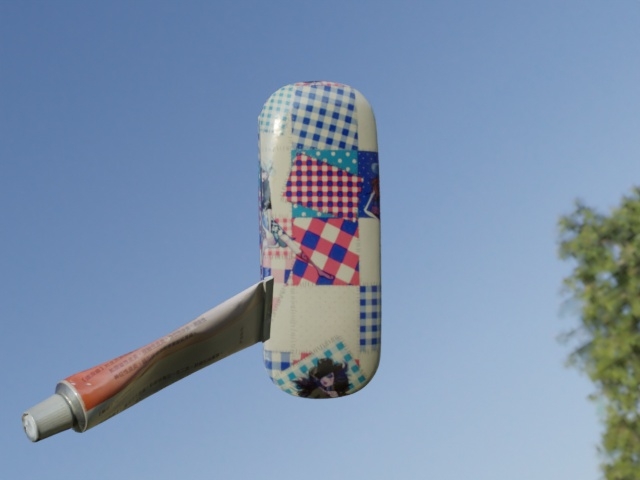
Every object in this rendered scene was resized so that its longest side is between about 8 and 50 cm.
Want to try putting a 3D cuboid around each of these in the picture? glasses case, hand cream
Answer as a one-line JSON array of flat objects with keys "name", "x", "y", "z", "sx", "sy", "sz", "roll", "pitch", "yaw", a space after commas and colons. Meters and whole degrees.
[{"name": "glasses case", "x": 0.000, "y": 0.000, "z": 1.190, "sx": 0.125, "sy": 0.327, "sz": 0.076, "roll": -1, "pitch": 3, "yaw": -9}, {"name": "hand cream", "x": -0.114, "y": 0.085, "z": 0.818, "sx": 0.216, "sy": 0.038, "sz": 0.052, "roll": -26, "pitch": -16, "yaw": -39}]
